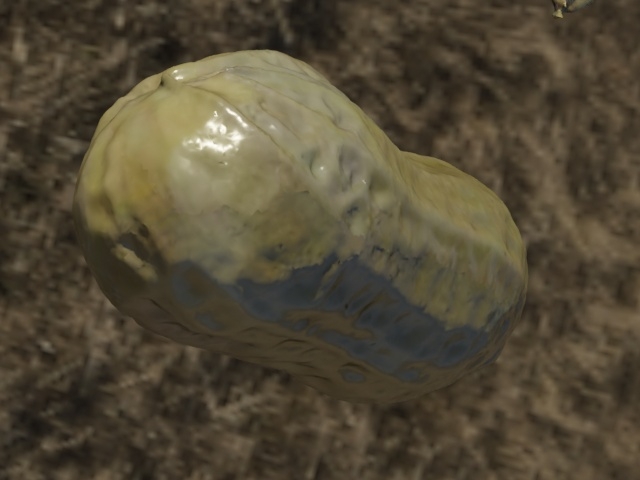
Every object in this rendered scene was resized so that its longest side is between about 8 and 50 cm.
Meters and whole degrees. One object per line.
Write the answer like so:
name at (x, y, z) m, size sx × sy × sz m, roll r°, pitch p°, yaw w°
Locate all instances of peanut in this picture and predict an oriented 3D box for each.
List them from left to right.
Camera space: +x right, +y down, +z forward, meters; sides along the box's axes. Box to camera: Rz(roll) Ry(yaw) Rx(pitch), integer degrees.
peanut at (0.000, 0.000, 0.630) m, size 0.090 × 0.098 × 0.214 m, roll -44°, pitch 145°, yaw 13°

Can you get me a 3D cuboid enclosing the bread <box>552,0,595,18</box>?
bread at (0.096, -0.176, 0.673) m, size 0.173 × 0.085 × 0.134 m, roll -83°, pitch -162°, yaw -48°
